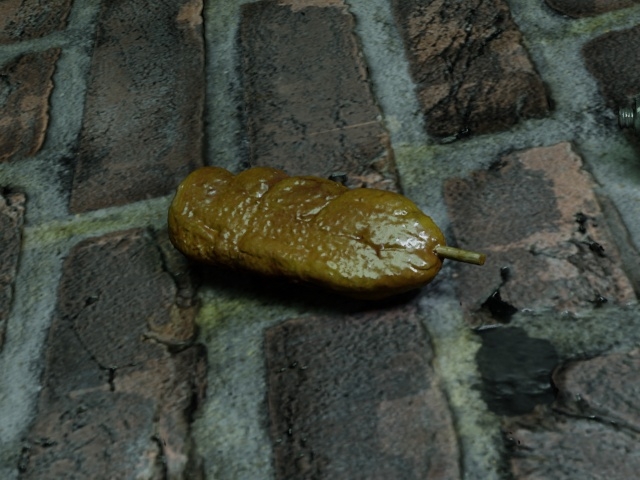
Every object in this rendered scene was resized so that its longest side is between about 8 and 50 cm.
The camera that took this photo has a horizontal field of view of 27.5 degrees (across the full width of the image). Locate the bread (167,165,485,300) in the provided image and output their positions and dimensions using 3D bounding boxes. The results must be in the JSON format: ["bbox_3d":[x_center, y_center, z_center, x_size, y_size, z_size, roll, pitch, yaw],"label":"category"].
[{"bbox_3d":[0.000,-0.001,1.243,0.344,0.084,0.124,11,62,31],"label":"bread"}]

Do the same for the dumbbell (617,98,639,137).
[{"bbox_3d":[0.417,-0.114,1.265,0.255,0.110,0.110,3,36,11],"label":"dumbbell"}]
